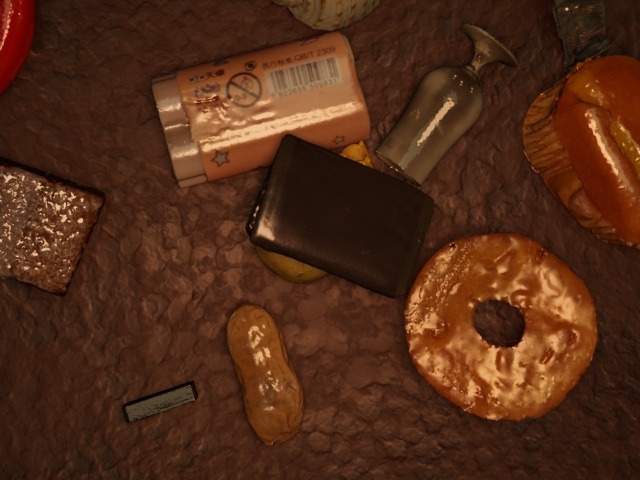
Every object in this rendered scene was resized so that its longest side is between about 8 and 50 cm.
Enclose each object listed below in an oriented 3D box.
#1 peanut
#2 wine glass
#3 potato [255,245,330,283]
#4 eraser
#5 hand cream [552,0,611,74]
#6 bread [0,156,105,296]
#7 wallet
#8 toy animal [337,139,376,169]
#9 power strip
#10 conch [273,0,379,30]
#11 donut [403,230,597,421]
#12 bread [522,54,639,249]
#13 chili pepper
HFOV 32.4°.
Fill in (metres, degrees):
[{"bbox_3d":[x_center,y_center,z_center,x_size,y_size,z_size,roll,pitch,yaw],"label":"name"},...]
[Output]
[{"bbox_3d":[-0.078,0.191,1.598,0.099,0.099,0.214,-16,84,-3],"label":"peanut"},{"bbox_3d":[0.179,-0.194,1.604,0.103,0.103,0.231,38,91,-2],"label":"wine glass"},{"bbox_3d":[0.000,0.000,1.602,0.188,0.085,0.105,-19,109,-7],"label":"potato"},{"bbox_3d":[-0.086,-0.194,1.601,0.290,0.087,0.171,-15,88,-4],"label":"eraser"},{"bbox_3d":[0.364,-0.335,1.565,0.075,0.248,0.052,-13,51,14],"label":"hand cream"},{"bbox_3d":[-0.521,-0.058,1.528,0.416,0.113,0.165,18,100,-14],"label":"bread"},{"bbox_3d":[0.030,-0.030,1.547,0.245,0.052,0.168,23,79,-12],"label":"wallet"},{"bbox_3d":[0.007,-0.078,1.615,0.159,0.070,0.083,-21,129,2],"label":"toy animal"},{"bbox_3d":[-0.234,0.236,1.611,0.111,0.038,0.029,-18,91,-2],"label":"power strip"},{"bbox_3d":[0.006,-0.405,1.577,0.200,0.131,0.172,-39,72,-4],"label":"conch"},{"bbox_3d":[0.252,0.119,1.599,0.277,0.108,0.277,0,89,-2],"label":"donut"},{"bbox_3d":[0.433,-0.125,1.589,0.204,0.156,0.288,-31,89,-5],"label":"bread"},{"bbox_3d":[-0.487,-0.283,1.572,0.137,0.092,0.368,29,91,-8],"label":"chili pepper"}]
